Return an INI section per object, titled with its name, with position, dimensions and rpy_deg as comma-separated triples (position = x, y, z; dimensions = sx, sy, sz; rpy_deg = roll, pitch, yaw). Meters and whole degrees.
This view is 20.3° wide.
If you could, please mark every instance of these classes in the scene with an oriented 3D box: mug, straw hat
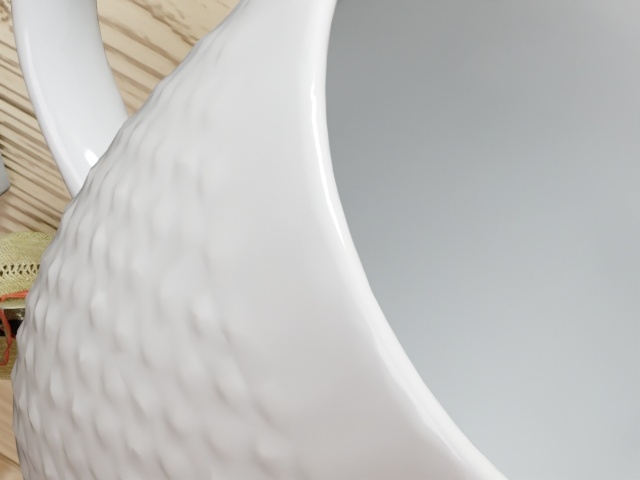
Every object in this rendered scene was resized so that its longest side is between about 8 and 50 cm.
[mug]
position = 0.000, 0.000, 0.720
dimensions = 0.328, 0.276, 0.374
rpy_deg = -33, 86, 50
[straw hat]
position = -0.156, 0.029, 0.961
dimensions = 0.144, 0.144, 0.061
rpy_deg = -20, 64, 39

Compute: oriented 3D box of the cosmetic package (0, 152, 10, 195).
[cosmetic package]
position = -0.259, -0.113, 0.916
dimensions = 0.127, 0.107, 0.238
rpy_deg = 2, 116, 28
